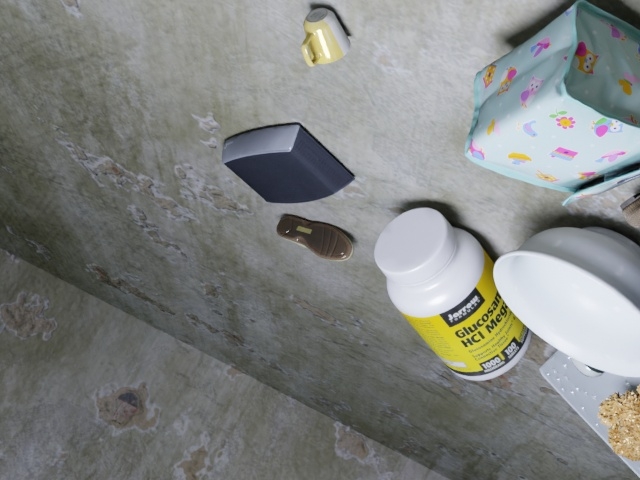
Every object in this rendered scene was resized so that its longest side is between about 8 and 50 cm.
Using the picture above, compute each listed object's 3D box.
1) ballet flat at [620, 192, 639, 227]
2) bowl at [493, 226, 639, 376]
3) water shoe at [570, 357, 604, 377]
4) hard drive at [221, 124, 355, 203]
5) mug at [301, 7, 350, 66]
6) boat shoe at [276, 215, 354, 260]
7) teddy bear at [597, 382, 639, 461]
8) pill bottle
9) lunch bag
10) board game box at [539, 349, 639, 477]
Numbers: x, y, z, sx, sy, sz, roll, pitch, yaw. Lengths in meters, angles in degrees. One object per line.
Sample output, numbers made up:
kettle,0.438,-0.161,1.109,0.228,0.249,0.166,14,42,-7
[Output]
ballet flat,0.466,-0.058,1.398,0.250,0.084,0.058,110,138,-75
bowl,0.433,0.072,1.658,0.298,0.134,0.298,33,160,14
water shoe,0.448,0.139,1.837,0.203,0.073,0.080,59,136,24
hard drive,-0.071,-0.135,1.960,0.172,0.054,0.254,42,155,-27
mug,0.005,-0.293,1.509,0.062,0.078,0.064,-13,134,12
boat shoe,0.000,0.000,2.169,0.190,0.068,0.072,26,172,35
teddy bear,0.584,0.339,1.784,0.245,0.113,0.338,48,162,5
pill bottle,0.237,0.096,1.901,0.188,0.188,0.334,8,150,43
lunch bag,0.345,-0.146,1.296,0.262,0.160,0.223,21,158,-20
board game box,0.607,0.318,1.943,0.390,0.050,0.390,47,162,14
